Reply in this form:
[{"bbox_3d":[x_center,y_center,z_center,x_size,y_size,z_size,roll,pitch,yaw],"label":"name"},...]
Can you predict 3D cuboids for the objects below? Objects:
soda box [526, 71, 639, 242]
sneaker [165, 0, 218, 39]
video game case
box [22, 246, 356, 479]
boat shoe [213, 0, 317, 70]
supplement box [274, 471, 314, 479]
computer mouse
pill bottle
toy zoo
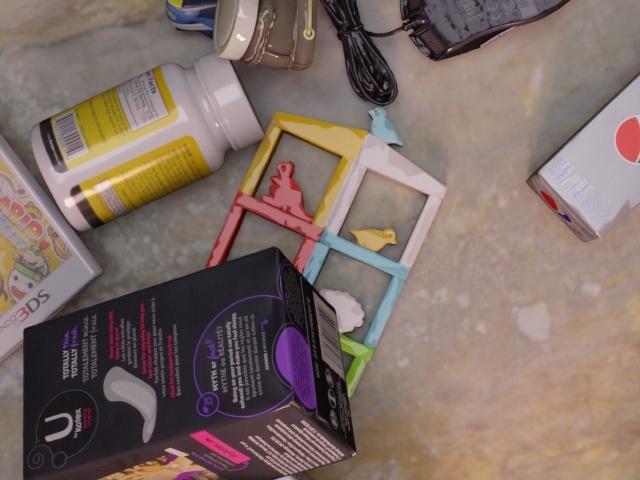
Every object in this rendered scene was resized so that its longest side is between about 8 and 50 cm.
[{"bbox_3d":[0.337,-0.127,1.329,0.286,0.098,0.091,-43,86,0],"label":"soda box"},{"bbox_3d":[-0.089,-0.237,1.385,0.144,0.059,0.053,2,57,-14],"label":"sneaker"},{"bbox_3d":[-0.357,0.005,1.359,0.206,0.026,0.227,-39,84,18],"label":"video game case"},{"bbox_3d":[-0.123,0.140,1.255,0.270,0.143,0.165,-18,56,16],"label":"box"},{"bbox_3d":[-0.039,-0.302,1.342,0.091,0.109,0.305,14,63,-18],"label":"boat shoe"},{"bbox_3d":[0.002,0.323,1.307,0.111,0.114,0.220,-45,86,0],"label":"supplement box"},{"bbox_3d":[0.121,-0.269,1.372,0.262,0.060,0.184,-28,89,12],"label":"computer mouse"},{"bbox_3d":[-0.168,-0.102,1.342,0.208,0.119,0.119,-24,85,1],"label":"pill bottle"},{"bbox_3d":[0.000,0.000,1.370,0.192,0.030,0.293,24,87,4],"label":"toy zoo"}]
